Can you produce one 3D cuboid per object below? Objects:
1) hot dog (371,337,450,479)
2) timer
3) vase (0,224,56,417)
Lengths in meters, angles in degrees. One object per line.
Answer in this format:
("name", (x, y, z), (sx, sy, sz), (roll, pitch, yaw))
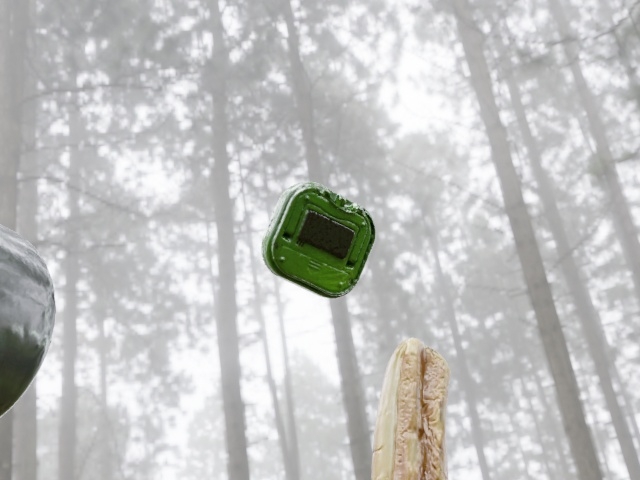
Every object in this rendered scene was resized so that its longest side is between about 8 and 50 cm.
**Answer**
("hot dog", (0.098, 0.228, 1.060), (0.076, 0.249, 0.102), (-26, -48, 36))
("timer", (0.000, 0.000, 1.173), (0.140, 0.128, 0.047), (27, -8, -24))
("vase", (-0.326, 0.015, 0.597), (0.173, 0.173, 0.321), (-16, -26, 12))
